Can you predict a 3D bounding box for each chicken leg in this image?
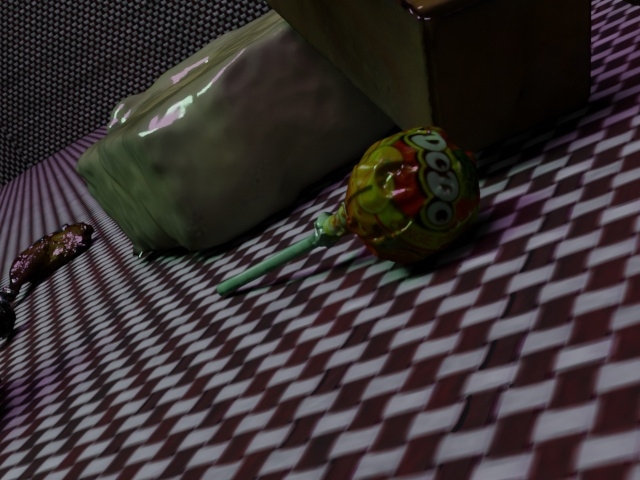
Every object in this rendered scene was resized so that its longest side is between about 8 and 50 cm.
[{"bbox_3d":[-0.283,0.022,0.997,0.062,0.037,0.145,-2,29,37],"label":"chicken leg"}]

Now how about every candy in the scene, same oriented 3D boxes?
[{"bbox_3d":[0.000,0.000,0.480,0.060,0.060,0.201,-44,11,-38],"label":"candy"}]

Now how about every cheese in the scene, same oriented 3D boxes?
[{"bbox_3d":[-0.057,-0.104,0.778,0.318,0.115,0.326,-23,16,28],"label":"cheese"}]

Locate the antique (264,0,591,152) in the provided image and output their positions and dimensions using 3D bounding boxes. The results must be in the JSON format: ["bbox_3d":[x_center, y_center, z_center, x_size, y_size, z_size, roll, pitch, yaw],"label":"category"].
[{"bbox_3d":[0.030,-0.165,0.581,0.093,0.087,0.310,-24,40,-13],"label":"antique"}]

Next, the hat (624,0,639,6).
[{"bbox_3d":[0.229,-0.160,0.501,0.146,0.067,0.146,-24,-28,-14],"label":"hat"}]

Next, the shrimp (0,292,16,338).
[{"bbox_3d":[-0.331,0.090,0.778,0.174,0.082,0.076,-28,9,-13],"label":"shrimp"}]
